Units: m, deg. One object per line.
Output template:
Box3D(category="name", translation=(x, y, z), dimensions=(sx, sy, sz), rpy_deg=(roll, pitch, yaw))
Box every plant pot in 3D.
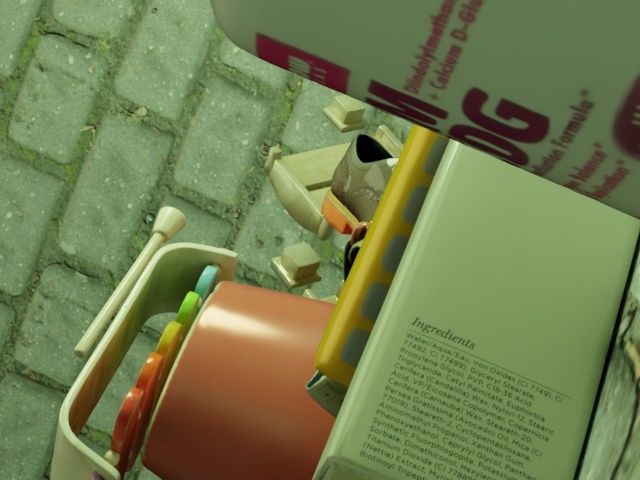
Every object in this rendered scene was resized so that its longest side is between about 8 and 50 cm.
Box3D(category="plant pot", translation=(-0.023, 0.173, 1.100), dimensions=(0.275, 0.243, 0.275), rpy_deg=(23, -90, -89))

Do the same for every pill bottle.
Box3D(category="pill bottle", translation=(0.056, -0.122, 0.436), dimensions=(0.160, 0.283, 0.160), rpy_deg=(23, -90, -88))

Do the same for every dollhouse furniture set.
Box3D(category="dollhouse furniture set", translation=(0.000, 0.000, 1.483), dimensions=(0.303, 0.355, 0.174), rpy_deg=(-14, -38, -36))

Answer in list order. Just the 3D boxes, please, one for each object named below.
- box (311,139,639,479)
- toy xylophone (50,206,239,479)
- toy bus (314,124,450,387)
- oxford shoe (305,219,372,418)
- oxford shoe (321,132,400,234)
Box3D(category="box", translation=(0.091, 0.032, 0.603), dimensions=(0.094, 0.113, 0.275), rpy_deg=(108, -173, -58))
Box3D(category="toy xylophone", translation=(-0.174, 0.116, 1.128), dimensions=(0.236, 0.081, 0.323), rpy_deg=(110, -176, -55))
Box3D(category="toy bus", translation=(0.119, -0.046, 0.771), dimensions=(0.108, 0.130, 0.333), rpy_deg=(-45, -22, -85))
Box3D(category="oxford shoe", translation=(0.095, -0.002, 0.925), dimensions=(0.123, 0.130, 0.348), rpy_deg=(-35, 30, 60))
Box3D(category="oxford shoe", translation=(0.085, -0.029, 1.106), dimensions=(0.271, 0.096, 0.098), rpy_deg=(36, 118, 52))
